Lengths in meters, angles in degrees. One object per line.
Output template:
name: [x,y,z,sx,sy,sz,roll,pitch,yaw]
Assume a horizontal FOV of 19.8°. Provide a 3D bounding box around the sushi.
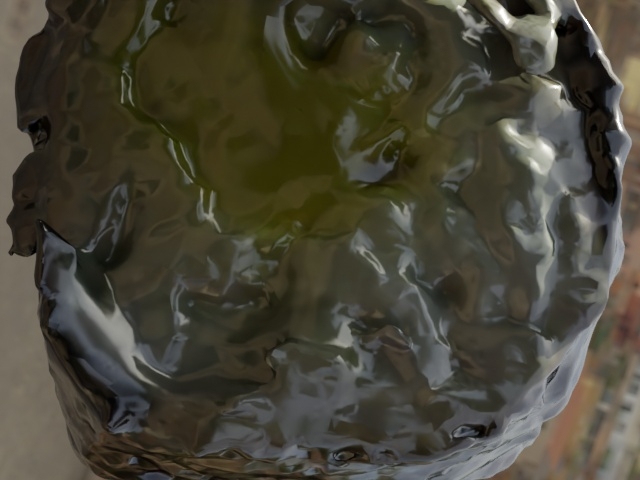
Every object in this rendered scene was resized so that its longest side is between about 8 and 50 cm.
sushi: [0.000,0.001,0.922,0.294,0.299,0.281,94,-19,-72]
